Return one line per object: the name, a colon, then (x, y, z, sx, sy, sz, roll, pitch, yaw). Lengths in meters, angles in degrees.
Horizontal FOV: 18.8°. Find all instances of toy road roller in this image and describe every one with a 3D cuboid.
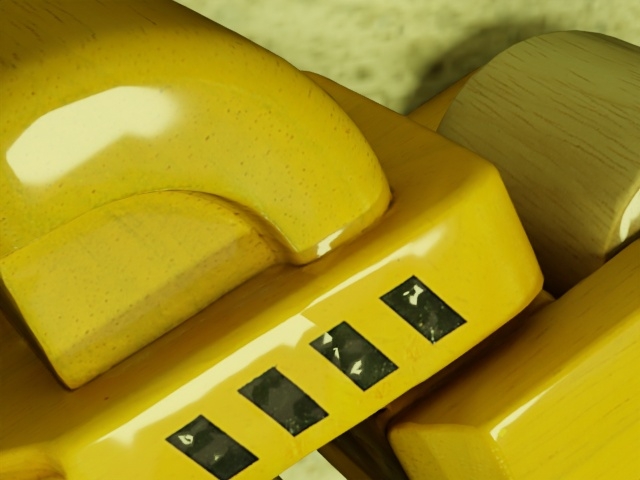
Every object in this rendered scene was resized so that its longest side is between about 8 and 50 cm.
toy road roller: (0.000, 0.000, 0.627, 0.329, 0.202, 0.241, -33, 117, -12)
